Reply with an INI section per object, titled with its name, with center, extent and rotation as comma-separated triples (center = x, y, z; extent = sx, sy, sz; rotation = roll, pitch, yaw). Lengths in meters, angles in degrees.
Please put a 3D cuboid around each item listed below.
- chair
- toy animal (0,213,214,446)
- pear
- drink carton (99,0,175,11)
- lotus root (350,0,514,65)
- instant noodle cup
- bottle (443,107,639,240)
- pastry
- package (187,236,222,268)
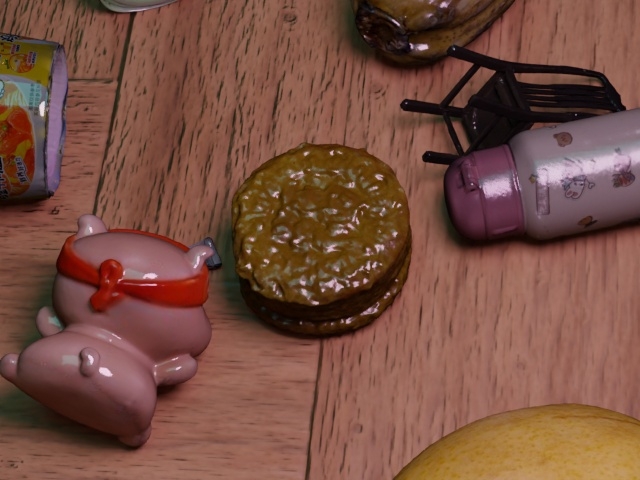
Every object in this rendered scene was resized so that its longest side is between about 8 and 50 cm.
[chair]
center = 0.201, -0.125, 1.889
extent = 0.212, 0.101, 0.084
rotation = 7, 50, -34
[toy animal]
center = -0.192, 0.076, 1.756
extent = 0.171, 0.171, 0.197
rotation = 18, 69, 17
[pear]
center = 0.188, 0.279, 1.488
extent = 0.314, 0.314, 0.314
rotation = -3, 57, 5
[drink carton]
center = -0.201, -0.336, 2.033
extent = 0.144, 0.146, 0.142
rotation = -14, 65, -2
[lotus root]
center = 0.147, -0.294, 1.950
extent = 0.278, 0.154, 0.154
rotation = -38, 61, -19
[instant noodle cup]
center = -0.338, -0.124, 1.885
extent = 0.153, 0.205, 0.205
rotation = 5, 57, -3
[bottle]
center = 0.236, -0.059, 1.814
extent = 0.233, 0.110, 0.110
rotation = -12, 57, 0
[pastry]
center = 0.000, 0.000, 1.805
extent = 0.189, 0.103, 0.188
rotation = -3, 58, 5
[package]
center = -0.154, 0.029, 1.857
extent = 0.110, 0.015, 0.037
rotation = -20, 56, -8
